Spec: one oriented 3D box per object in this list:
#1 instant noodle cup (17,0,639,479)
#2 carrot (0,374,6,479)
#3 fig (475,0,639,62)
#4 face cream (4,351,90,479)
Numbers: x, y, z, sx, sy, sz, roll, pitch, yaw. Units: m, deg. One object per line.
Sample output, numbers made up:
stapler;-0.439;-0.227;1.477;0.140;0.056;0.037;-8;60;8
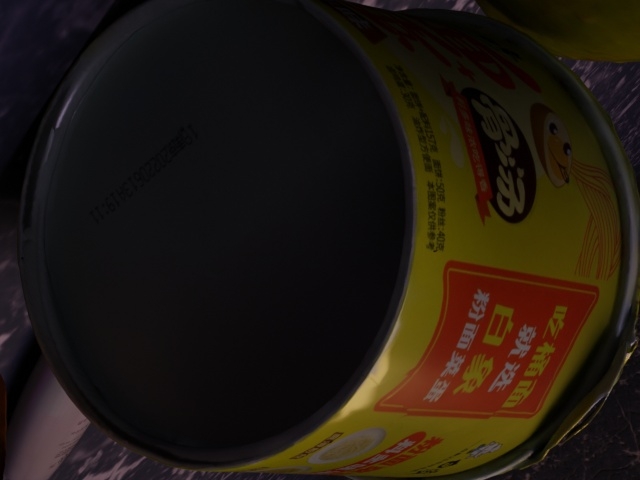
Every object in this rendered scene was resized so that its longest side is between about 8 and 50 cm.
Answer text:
instant noodle cup;0.000;0.000;0.624;0.311;0.311;0.221;-52;155;18
carrot;-0.249;0.122;0.538;0.159;0.159;0.225;-32;169;-42
fig;0.192;-0.225;0.645;0.258;0.258;0.326;-39;180;-24
face cream;-0.183;0.109;0.826;0.072;0.051;0.182;-25;155;-51
